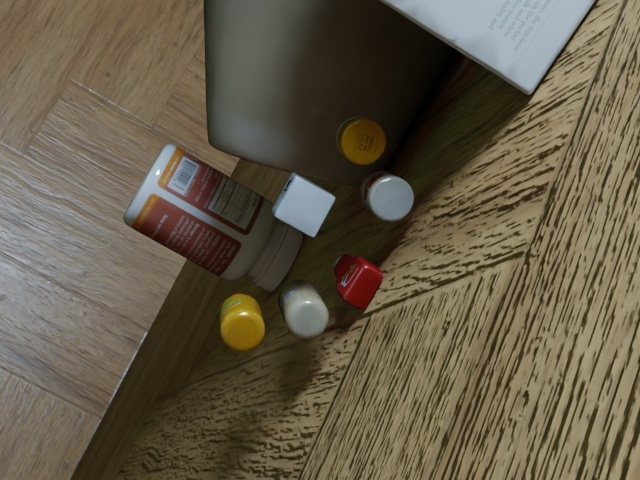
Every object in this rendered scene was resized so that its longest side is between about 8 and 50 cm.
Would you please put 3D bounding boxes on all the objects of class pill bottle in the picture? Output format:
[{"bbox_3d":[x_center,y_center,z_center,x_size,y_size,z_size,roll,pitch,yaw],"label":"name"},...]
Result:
[{"bbox_3d":[-0.136,-0.023,1.264,0.121,0.216,0.121,-56,12,18],"label":"pill bottle"}]

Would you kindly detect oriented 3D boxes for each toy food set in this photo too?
[{"bbox_3d":[0.000,0.000,0.881,0.232,0.111,0.104,-62,12,5],"label":"toy food set"}]

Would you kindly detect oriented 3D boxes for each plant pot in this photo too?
[{"bbox_3d":[0.006,-0.214,1.026,0.323,0.323,0.281,-120,43,-77],"label":"plant pot"}]

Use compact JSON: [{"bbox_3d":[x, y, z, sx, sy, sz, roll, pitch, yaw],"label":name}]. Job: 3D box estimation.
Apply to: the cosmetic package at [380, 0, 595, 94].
[{"bbox_3d":[0.122,-0.273,0.744,0.224,0.224,0.138,-57,11,16],"label":"cosmetic package"}]
